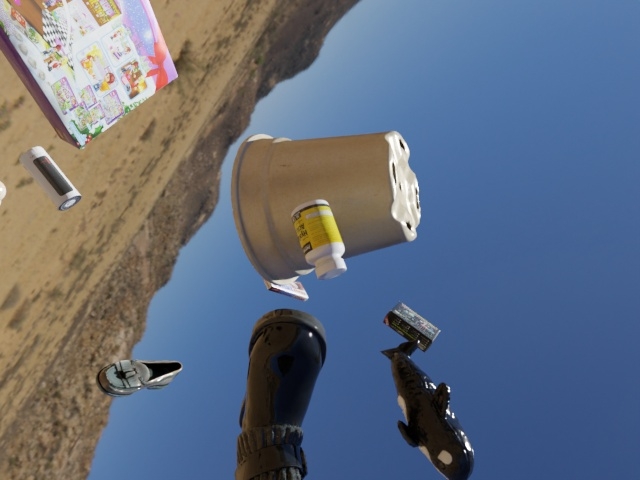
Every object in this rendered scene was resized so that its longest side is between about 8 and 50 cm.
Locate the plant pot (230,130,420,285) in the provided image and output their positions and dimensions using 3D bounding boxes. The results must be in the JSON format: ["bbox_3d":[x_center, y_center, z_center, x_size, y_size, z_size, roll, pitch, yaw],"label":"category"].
[{"bbox_3d":[0.033,-0.086,1.083,0.305,0.334,0.334,-8,-140,23],"label":"plant pot"}]

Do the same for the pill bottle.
[{"bbox_3d":[0.000,0.000,0.818,0.065,0.065,0.116,-38,-116,43],"label":"pill bottle"}]

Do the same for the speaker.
[{"bbox_3d":[-0.575,-0.132,1.108,0.055,0.136,0.055,-38,180,0],"label":"speaker"}]

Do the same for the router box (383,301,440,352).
[{"bbox_3d":[0.217,0.204,1.238,0.038,0.122,0.092,-60,163,19],"label":"router box"}]

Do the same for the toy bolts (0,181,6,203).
[{"bbox_3d":[-0.908,-0.159,1.343,0.228,0.158,0.218,15,-78,52],"label":"toy bolts"}]

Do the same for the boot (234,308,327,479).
[{"bbox_3d":[-0.068,0.309,0.830,0.260,0.131,0.348,-90,-170,-55],"label":"boot"}]

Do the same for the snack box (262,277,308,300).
[{"bbox_3d":[-0.107,0.138,1.571,0.022,0.178,0.064,-41,-126,18],"label":"snack box"}]

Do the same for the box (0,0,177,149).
[{"bbox_3d":[-0.324,-0.295,0.688,0.201,0.057,0.293,-48,150,-26],"label":"box"}]

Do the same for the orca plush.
[{"bbox_3d":[0.219,0.293,0.976,0.102,0.151,0.287,-58,-156,32],"label":"orca plush"}]

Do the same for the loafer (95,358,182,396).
[{"bbox_3d":[-0.471,0.347,1.376,0.084,0.096,0.267,-35,160,11],"label":"loafer"}]
